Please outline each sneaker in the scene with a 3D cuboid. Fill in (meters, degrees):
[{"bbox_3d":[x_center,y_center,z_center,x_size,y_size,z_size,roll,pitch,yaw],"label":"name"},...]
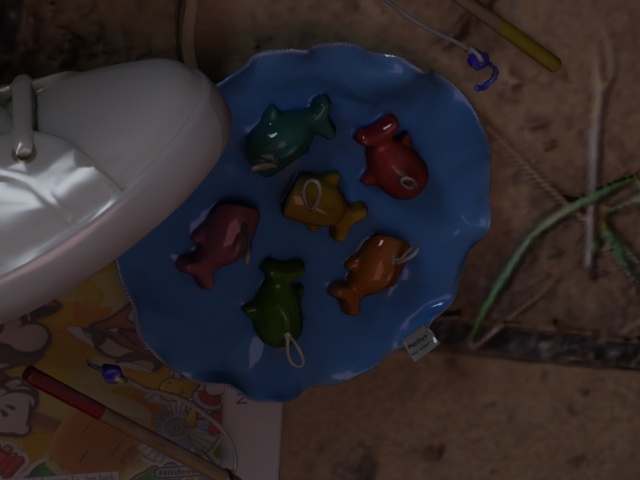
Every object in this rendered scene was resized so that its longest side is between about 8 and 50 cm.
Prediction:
[{"bbox_3d":[-0.182,-0.026,0.704,0.290,0.106,0.123,-20,125,2],"label":"sneaker"}]

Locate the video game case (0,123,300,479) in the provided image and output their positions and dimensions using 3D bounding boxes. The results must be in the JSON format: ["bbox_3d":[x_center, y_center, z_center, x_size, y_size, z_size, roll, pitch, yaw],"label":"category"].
[{"bbox_3d":[-0.126,0.036,0.834,0.227,0.026,0.206,-2,120,-11],"label":"video game case"}]

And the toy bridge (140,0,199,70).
[{"bbox_3d":[-0.085,-0.142,0.737,0.063,0.026,0.188,-23,122,-2],"label":"toy bridge"}]

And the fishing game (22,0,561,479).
[{"bbox_3d":[0.000,0.000,0.808,0.189,0.041,0.264,35,98,-37],"label":"fishing game"}]
